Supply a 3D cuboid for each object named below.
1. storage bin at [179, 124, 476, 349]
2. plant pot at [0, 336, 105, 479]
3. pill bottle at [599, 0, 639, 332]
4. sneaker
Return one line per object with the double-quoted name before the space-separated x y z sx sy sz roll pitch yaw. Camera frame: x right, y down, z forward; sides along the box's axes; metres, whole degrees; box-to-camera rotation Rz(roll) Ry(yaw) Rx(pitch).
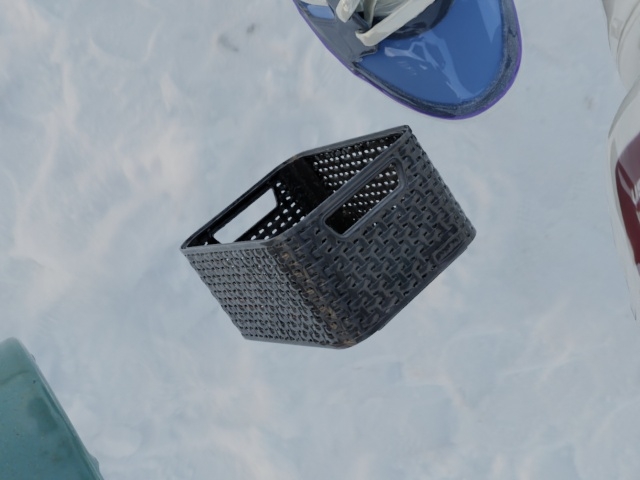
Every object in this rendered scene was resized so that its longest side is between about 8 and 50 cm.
"storage bin" 0.000 0.000 0.702 0.122 0.180 0.084 -41 106 -23
"plant pot" -0.269 0.200 0.700 0.255 0.271 0.271 -31 86 -18
"pill bottle" 0.234 0.026 0.390 0.224 0.224 0.392 -4 67 -7
"sneaker" 0.006 -0.202 0.625 0.130 0.236 0.322 -34 92 13
